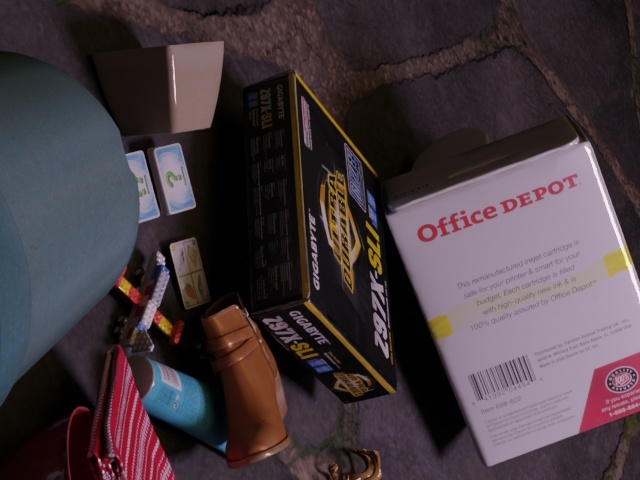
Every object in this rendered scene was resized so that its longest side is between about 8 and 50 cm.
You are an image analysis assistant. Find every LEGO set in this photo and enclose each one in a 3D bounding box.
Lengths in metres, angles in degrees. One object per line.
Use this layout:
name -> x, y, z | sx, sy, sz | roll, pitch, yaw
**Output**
LEGO set -> -0.169, 0.021, 1.763 | 0.182, 0.060, 0.244 | -18, 96, -56

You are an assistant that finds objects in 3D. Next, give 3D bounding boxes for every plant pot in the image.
plant pot -> -0.174, -0.166, 1.806 | 0.109, 0.109, 0.096 | -17, 102, -58
plant pot -> -0.325, 0.001, 1.305 | 0.341, 0.341, 0.334 | 69, 24, -8

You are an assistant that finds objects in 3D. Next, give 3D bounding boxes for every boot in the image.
boot -> -0.090, 0.149, 1.756 | 0.197, 0.073, 0.152 | -87, 158, -74

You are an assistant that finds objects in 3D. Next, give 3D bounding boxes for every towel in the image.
towel -> -0.159, 0.261, 1.589 | 0.199, 0.031, 0.275 | -95, 167, -63

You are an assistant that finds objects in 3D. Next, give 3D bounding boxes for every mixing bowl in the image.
mixing bowl -> -0.241, 0.250, 1.482 | 0.181, 0.098, 0.181 | -15, 90, -85

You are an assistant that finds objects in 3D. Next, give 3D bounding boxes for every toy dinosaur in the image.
toy dinosaur -> 0.052, 0.312, 1.990 | 0.211, 0.064, 0.112 | 22, 76, -41

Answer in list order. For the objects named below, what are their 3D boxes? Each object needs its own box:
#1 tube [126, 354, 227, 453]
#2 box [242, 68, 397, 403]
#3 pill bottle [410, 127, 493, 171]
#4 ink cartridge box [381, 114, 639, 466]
tube -> -0.142, 0.175, 1.749 | 0.207, 0.052, 0.080 | 35, 51, -54
box -> 0.000, 0.000, 1.949 | 0.257, 0.079, 0.322 | 51, 29, -51
pill bottle -> 0.254, -0.010, 2.331 | 0.301, 0.169, 0.169 | 53, 37, -29
ink cartridge box -> 0.274, 0.062, 2.170 | 0.160, 0.279, 0.385 | -95, 164, -72
